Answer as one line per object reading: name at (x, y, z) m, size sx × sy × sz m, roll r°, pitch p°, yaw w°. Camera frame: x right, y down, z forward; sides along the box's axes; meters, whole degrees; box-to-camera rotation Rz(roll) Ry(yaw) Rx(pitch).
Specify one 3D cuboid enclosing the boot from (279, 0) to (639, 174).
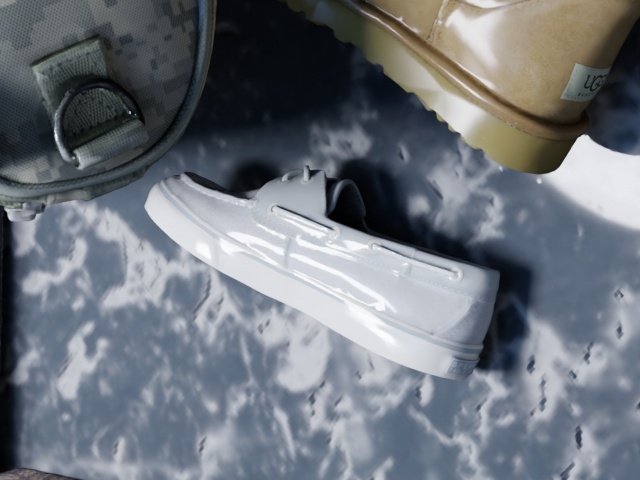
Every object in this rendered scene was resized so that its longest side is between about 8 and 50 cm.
boot at (0.083, -0.196, 0.698) m, size 0.236 × 0.089 × 0.269 m, roll 38°, pitch 117°, yaw 18°

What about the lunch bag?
lunch bag at (-0.164, -0.140, 0.756) m, size 0.256 × 0.212 × 0.305 m, roll 68°, pitch 164°, yaw -9°

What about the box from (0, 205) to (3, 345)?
box at (-0.311, 0.063, 1.033) m, size 0.293 × 0.073 × 0.296 m, roll 7°, pitch 101°, yaw 35°

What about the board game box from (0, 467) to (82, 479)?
board game box at (-0.181, 0.288, 0.871) m, size 0.141 × 0.232 × 0.291 m, roll 5°, pitch 99°, yaw 36°

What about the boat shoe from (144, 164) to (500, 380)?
boat shoe at (0.000, 0.000, 0.800) m, size 0.184 × 0.066 × 0.063 m, roll 28°, pitch 99°, yaw 33°
